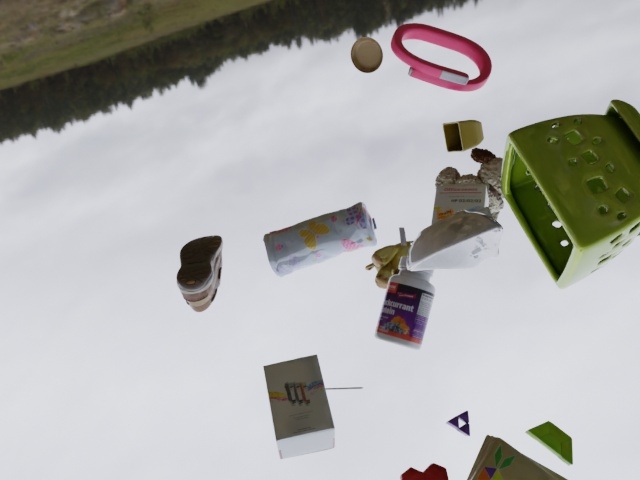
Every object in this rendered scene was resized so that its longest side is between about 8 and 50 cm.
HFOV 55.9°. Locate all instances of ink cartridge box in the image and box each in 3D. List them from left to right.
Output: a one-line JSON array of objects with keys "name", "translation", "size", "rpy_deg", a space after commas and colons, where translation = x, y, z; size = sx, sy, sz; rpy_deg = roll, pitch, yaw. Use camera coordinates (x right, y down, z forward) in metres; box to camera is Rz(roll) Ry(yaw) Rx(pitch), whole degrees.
[{"name": "ink cartridge box", "translation": [-0.047, 0.364, 1.327], "size": [0.127, 0.128, 0.176], "rpy_deg": [-10, -127, -5]}, {"name": "ink cartridge box", "translation": [0.287, -0.055, 1.240], "size": [0.104, 0.061, 0.181], "rpy_deg": [1, -117, 22]}]

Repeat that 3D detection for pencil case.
[{"name": "pencil case", "translation": [0.000, 0.000, 1.453], "size": [0.273, 0.124, 0.113], "rpy_deg": [-19, -111, 11]}]

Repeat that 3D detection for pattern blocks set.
[{"name": "pattern blocks set", "translation": [0.326, 0.428, 1.001], "size": [0.285, 0.026, 0.325], "rpy_deg": [-41, -109, -20]}]

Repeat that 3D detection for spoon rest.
[{"name": "spoon rest", "translation": [0.212, 0.003, 0.877], "size": [0.137, 0.084, 0.276], "rpy_deg": [-30, 173, 27]}]

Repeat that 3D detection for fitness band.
[{"name": "fitness band", "translation": [0.333, -0.507, 1.666], "size": [0.291, 0.054, 0.209], "rpy_deg": [18, -130, -3]}]

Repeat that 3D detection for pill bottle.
[{"name": "pill bottle", "translation": [0.194, 0.139, 1.347], "size": [0.108, 0.193, 0.108], "rpy_deg": [16, 172, 2]}]

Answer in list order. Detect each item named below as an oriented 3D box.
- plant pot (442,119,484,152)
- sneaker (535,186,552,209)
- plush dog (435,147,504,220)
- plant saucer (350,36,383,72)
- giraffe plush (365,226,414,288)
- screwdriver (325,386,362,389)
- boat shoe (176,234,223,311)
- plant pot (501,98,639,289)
[{"name": "plant pot", "translation": [0.391, -0.287, 1.627], "size": [0.083, 0.081, 0.081], "rpy_deg": [-16, -168, -17]}, {"name": "sneaker", "translation": [0.489, -0.127, 1.282], "size": [0.276, 0.097, 0.135], "rpy_deg": [-20, -130, -30]}, {"name": "plush dog", "translation": [0.532, -0.169, 1.939], "size": [0.225, 0.262, 0.210], "rpy_deg": [-49, -169, 15]}, {"name": "plant saucer", "translation": [0.112, -0.439, 1.426], "size": [0.083, 0.083, 0.015], "rpy_deg": [5, -153, 28]}, {"name": "giraffe plush", "translation": [0.231, 0.081, 1.969], "size": [0.181, 0.210, 0.170], "rpy_deg": [16, 159, -12]}, {"name": "screwdriver", "translation": [0.022, 0.352, 1.440], "size": [0.170, 0.025, 0.024], "rpy_deg": [-12, -140, 29]}, {"name": "boat shoe", "translation": [-0.336, 0.088, 1.709], "size": [0.123, 0.116, 0.324], "rpy_deg": [-5, -153, 5]}, {"name": "plant pot", "translation": [0.446, -0.080, 0.991], "size": [0.207, 0.227, 0.228], "rpy_deg": [-23, -114, 4]}]
